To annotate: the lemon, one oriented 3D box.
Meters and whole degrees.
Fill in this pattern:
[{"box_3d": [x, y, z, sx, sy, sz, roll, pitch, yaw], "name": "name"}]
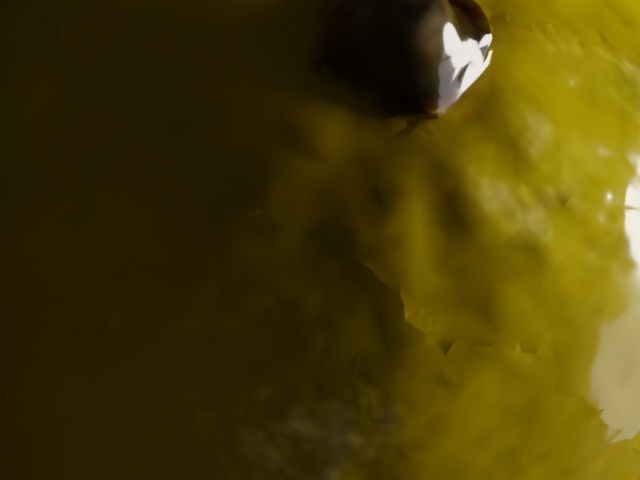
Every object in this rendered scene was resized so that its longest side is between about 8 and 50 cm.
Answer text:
[{"box_3d": [-0.001, 0.000, 0.594, 0.297, 0.297, 0.297, 18, 90, -87], "name": "lemon"}]
